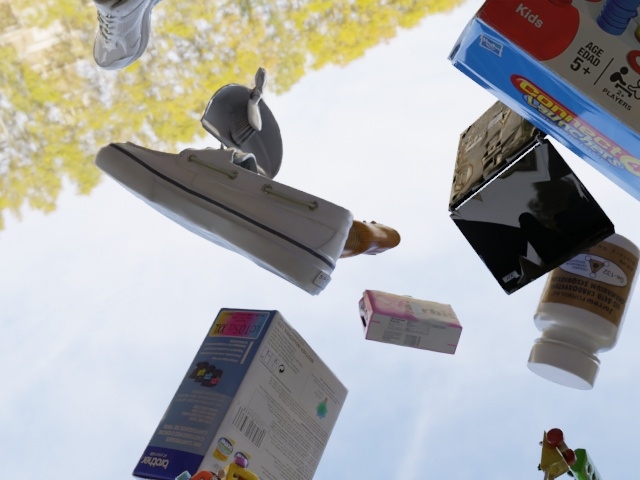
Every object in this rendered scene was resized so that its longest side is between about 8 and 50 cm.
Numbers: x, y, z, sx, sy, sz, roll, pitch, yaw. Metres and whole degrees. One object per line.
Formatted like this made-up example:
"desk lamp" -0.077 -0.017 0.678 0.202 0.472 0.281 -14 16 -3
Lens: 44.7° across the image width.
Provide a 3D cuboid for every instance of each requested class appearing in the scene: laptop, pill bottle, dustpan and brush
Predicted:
"laptop" 0.311 -0.096 1.164 0.234 0.136 0.264 -44 -154 52
"pill bottle" 0.403 0.105 1.202 0.131 0.131 0.229 11 -110 38
"dustpan and brush" -0.107 -0.203 1.197 0.060 0.147 0.211 -38 -149 23

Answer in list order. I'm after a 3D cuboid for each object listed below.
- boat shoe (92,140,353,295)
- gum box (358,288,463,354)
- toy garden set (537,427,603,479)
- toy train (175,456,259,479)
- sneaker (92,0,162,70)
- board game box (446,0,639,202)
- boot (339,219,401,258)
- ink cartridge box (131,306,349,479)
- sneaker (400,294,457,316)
"boat shoe" -0.075 -0.037 0.620 0.226 0.083 0.076 28 -98 17
"gum box" 0.166 0.155 1.498 0.188 0.062 0.107 11 -161 -8
"toy garden set" 0.361 0.427 1.190 0.049 0.204 0.244 -5 -136 38
"toy train" -0.124 0.365 1.044 0.046 0.166 0.125 -39 179 41
"sneaker" -0.305 -0.348 1.162 0.090 0.232 0.115 48 -143 14
"board game box" 0.296 -0.152 0.490 0.302 0.308 0.086 -53 177 -5
"boot" 0.001 -0.001 1.598 0.211 0.104 0.295 3 180 -44
"ink cartridge box" -0.135 0.349 1.334 0.151 0.270 0.396 -5 -134 37
"sneaker" 0.177 0.174 1.748 0.130 0.109 0.286 7 175 -31
